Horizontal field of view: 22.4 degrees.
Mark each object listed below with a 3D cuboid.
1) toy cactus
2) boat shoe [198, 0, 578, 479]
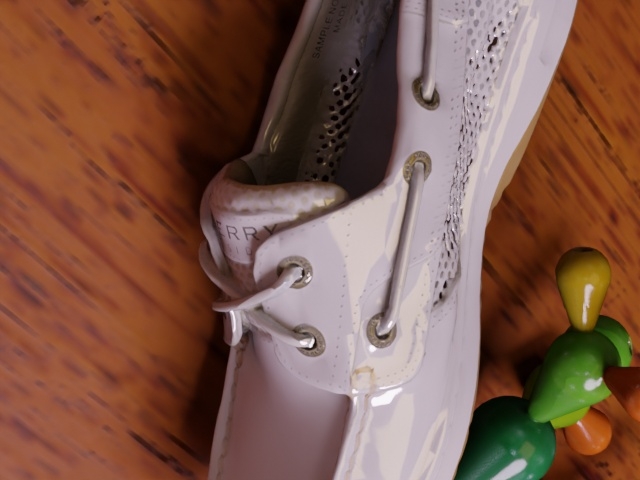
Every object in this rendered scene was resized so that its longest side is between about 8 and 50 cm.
[{"bbox_3d":[0.065,0.104,0.635,0.180,0.112,0.219,-41,137,-9],"label":"toy cactus"},{"bbox_3d":[0.000,0.000,0.540,0.096,0.098,0.277,19,84,-42],"label":"boat shoe"}]
